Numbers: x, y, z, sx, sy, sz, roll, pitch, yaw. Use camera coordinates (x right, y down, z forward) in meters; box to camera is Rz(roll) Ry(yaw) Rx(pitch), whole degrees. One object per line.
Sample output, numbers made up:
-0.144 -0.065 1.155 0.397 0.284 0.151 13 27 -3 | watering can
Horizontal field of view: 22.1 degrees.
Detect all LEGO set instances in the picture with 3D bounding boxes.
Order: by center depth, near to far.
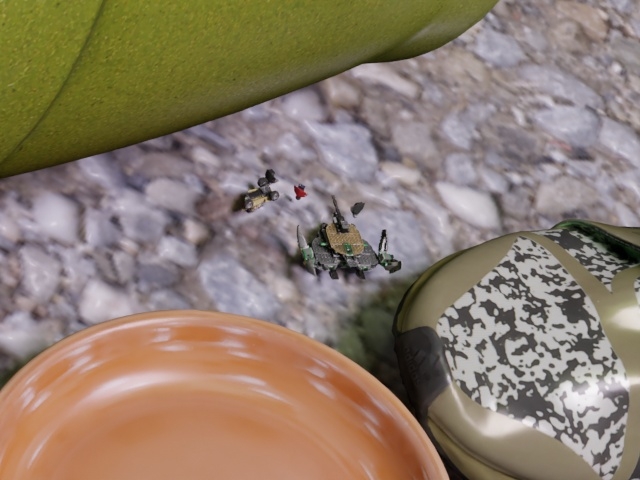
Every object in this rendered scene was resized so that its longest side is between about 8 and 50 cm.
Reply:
0.000 -0.002 0.792 0.083 0.023 0.054 42 47 21 | LEGO set

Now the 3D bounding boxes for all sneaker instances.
0.227 0.025 0.779 0.410 0.182 0.158 -3 61 -28 | sneaker

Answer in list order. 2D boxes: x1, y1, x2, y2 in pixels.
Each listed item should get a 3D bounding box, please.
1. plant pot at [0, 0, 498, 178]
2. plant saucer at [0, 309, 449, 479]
-0.091 -0.194 0.691 0.353 0.366 0.366 -7 62 -43 | plant pot
-0.044 0.114 0.656 0.200 0.037 0.200 9 45 -9 | plant saucer
